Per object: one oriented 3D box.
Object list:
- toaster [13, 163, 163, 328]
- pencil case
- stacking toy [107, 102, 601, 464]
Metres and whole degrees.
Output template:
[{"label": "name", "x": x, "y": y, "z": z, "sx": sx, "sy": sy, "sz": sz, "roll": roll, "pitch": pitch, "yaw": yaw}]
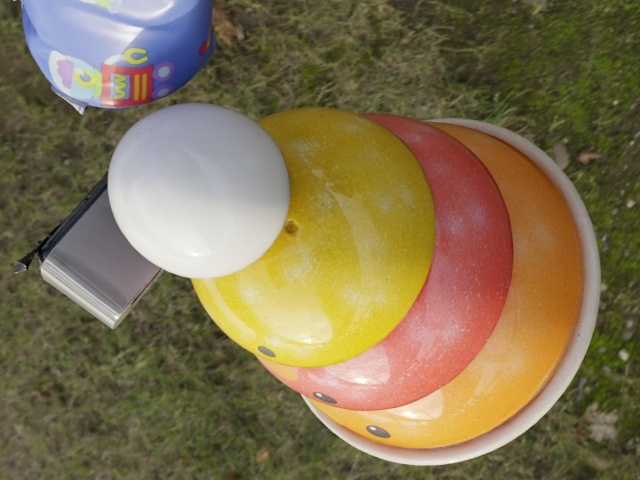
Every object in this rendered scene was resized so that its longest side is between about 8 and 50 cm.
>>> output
[{"label": "toaster", "x": -0.214, "y": 0.002, "z": 0.979, "sx": 0.110, "sy": 0.185, "sz": 0.168, "roll": 39, "pitch": 165, "yaw": -4}, {"label": "pencil case", "x": -0.122, "y": -0.196, "z": 0.510, "sx": 0.133, "sy": 0.119, "sz": 0.306, "roll": 9, "pitch": 154, "yaw": -3}, {"label": "stacking toy", "x": 0.000, "y": 0.000, "z": 0.770, "sx": 0.351, "sy": 0.480, "sz": 0.350, "roll": -10, "pitch": 71, "yaw": 31}]
